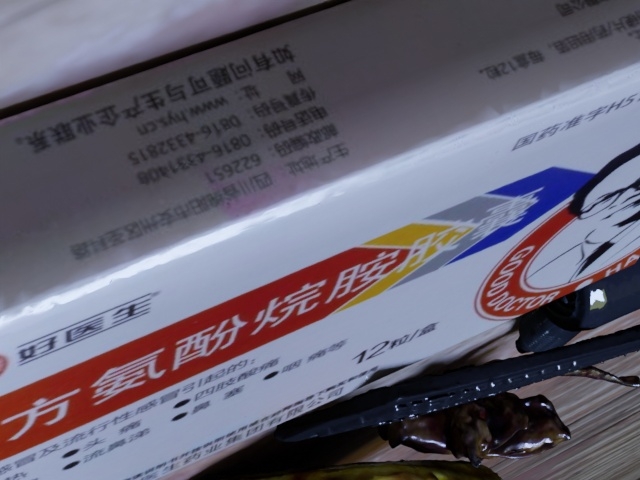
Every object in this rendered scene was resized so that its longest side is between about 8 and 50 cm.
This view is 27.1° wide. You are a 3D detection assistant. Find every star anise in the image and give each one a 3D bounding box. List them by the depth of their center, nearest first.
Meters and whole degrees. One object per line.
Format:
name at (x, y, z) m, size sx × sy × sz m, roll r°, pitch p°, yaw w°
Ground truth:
star anise at (0.129, 0.114, 0.884) m, size 0.191 × 0.070 × 0.097 m, roll 0°, pitch 169°, yaw -23°

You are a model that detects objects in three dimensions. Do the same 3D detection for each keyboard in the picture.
keyboard at (0.090, 0.068, 0.667) m, size 0.250 × 0.017 × 0.087 m, roll -7°, pitch 166°, yaw -46°

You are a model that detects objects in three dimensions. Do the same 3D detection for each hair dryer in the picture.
hair dryer at (0.149, 0.033, 0.771) m, size 0.128 × 0.070 × 0.255 m, roll -21°, pitch 163°, yaw -21°

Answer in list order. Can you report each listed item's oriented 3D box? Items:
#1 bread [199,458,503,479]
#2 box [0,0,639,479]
bread at (0.025, 0.193, 0.869) m, size 0.181 × 0.096 × 0.222 m, roll -9°, pitch 168°, yaw 24°
box at (0.000, 0.000, 0.480) m, size 0.353 × 0.069 × 0.214 m, roll -23°, pitch 159°, yaw -21°
